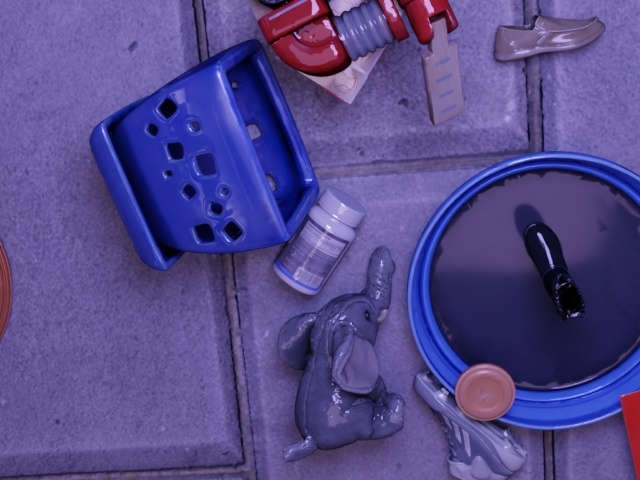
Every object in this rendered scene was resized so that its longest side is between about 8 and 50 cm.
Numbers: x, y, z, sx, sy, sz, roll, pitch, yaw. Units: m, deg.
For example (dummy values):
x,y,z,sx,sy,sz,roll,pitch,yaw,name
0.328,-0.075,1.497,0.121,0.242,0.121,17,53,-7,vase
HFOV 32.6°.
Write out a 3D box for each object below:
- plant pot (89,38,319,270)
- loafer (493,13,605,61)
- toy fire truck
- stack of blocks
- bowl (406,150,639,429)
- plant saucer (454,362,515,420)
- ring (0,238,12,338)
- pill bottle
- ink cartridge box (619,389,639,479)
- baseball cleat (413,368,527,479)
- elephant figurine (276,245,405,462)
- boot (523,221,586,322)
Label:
x,y,z,sx,sy,sz,roll,pitch,yaw,name
-0.152,-0.104,1.416,0.212,0.236,0.236,-20,103,16,plant pot
0.296,-0.271,1.428,0.148,0.056,0.050,-13,110,7,loafer
0.061,-0.235,1.242,0.217,0.158,0.246,-26,91,8,toy fire truck
0.081,-0.326,1.367,0.087,0.171,0.297,32,104,-5,stack of blocks
0.315,0.066,1.506,0.390,0.077,0.391,1,105,3,bowl
0.226,0.209,1.503,0.083,0.013,0.084,1,104,3,plant saucer
-0.613,0.061,1.584,0.336,0.032,0.337,1,105,2,ring
0.000,0.000,1.506,0.078,0.078,0.137,32,104,-5,pill bottle
0.561,0.297,1.522,0.238,0.060,0.275,-19,115,0,ink cartridge box
0.197,0.280,1.574,0.206,0.072,0.109,39,110,-3,baseball cleat
0.026,0.152,1.506,0.169,0.186,0.240,-6,109,11,elephant figurine
0.302,0.041,1.409,0.045,0.099,0.121,-21,103,7,boot
